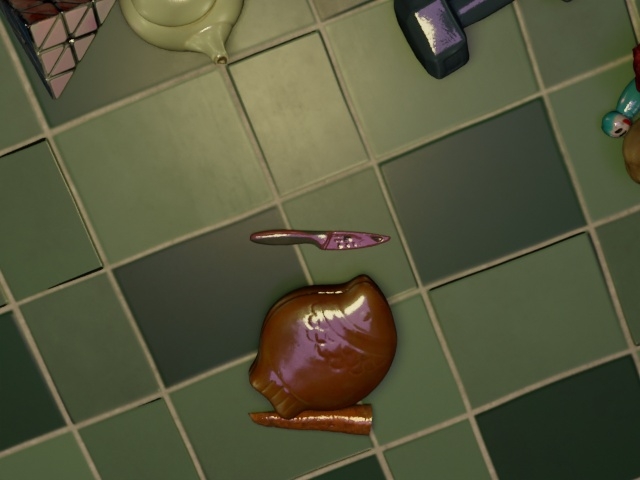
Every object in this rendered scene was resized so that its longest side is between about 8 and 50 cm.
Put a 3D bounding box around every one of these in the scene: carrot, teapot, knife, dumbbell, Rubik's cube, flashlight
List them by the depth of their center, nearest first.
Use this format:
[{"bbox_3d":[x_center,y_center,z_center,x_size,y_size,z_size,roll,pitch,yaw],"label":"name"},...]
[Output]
[{"bbox_3d":[-0.194,-0.450,1.506,0.220,0.149,0.318,23,100,-8],"label":"teapot"},{"bbox_3d":[0.282,-0.404,1.538,0.324,0.144,0.160,-30,103,3],"label":"dumbbell"},{"bbox_3d":[-0.447,-0.303,1.538,0.211,0.190,0.178,3,118,2],"label":"Rubik's cube"},{"bbox_3d":[0.528,-0.236,1.632,0.051,0.051,0.129,29,94,-7],"label":"flashlight"},{"bbox_3d":[0.000,0.000,1.670,0.247,0.018,0.035,2,98,-4],"label":"knife"},{"bbox_3d":[-0.019,0.324,1.720,0.224,0.057,0.057,-1,101,1],"label":"carrot"}]

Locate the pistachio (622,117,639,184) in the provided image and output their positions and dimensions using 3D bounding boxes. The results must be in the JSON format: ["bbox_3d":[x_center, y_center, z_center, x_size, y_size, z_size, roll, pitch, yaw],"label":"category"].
[{"bbox_3d":[0.623,-0.151,1.606,0.237,0.138,0.153,2,83,-5],"label":"pistachio"}]

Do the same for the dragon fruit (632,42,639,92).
[{"bbox_3d":[0.635,-0.345,1.519,0.330,0.240,0.302,-28,81,-4],"label":"dragon fruit"}]

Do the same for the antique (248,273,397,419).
[{"bbox_3d":[0.006,0.179,1.649,0.223,0.129,0.278,43,97,-10],"label":"antique"}]
